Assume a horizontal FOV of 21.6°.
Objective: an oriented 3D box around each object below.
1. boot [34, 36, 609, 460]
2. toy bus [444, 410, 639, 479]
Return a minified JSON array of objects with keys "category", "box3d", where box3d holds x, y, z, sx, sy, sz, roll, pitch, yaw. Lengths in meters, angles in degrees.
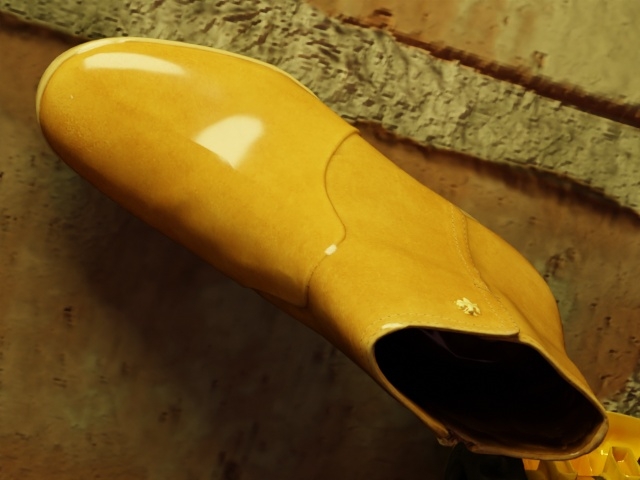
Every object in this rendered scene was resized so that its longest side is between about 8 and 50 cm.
[{"category":"boot","box3d":[0.000,0.001,0.830,0.295,0.211,0.104,24,105,-18]},{"category":"toy bus","box3d":[0.143,0.229,0.950,0.149,0.220,0.211,6,116,-14]}]
